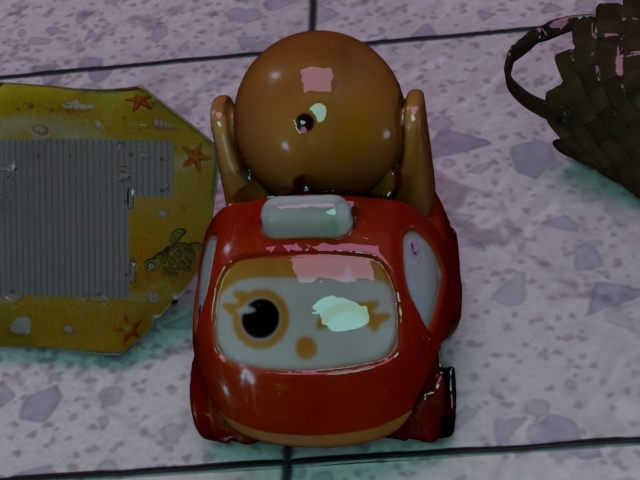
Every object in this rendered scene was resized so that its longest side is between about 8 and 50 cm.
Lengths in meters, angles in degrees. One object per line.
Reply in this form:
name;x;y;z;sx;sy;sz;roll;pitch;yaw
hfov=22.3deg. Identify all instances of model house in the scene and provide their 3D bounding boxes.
model house;-0.167;-0.022;1.274;0.219;0.207;0.136;-1;5;11

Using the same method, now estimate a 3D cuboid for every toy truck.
toy truck;0.000;0.000;1.129;0.189;0.239;0.265;-2;42;10

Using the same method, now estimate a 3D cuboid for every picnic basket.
picnic basket;0.229;-0.132;1.307;0.128;0.138;0.178;-27;45;-21
